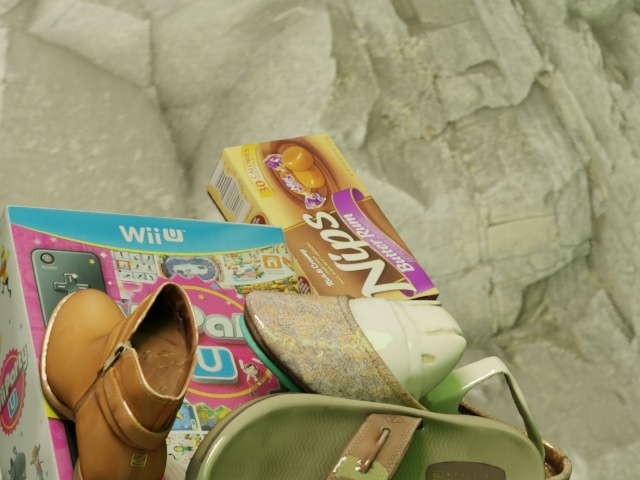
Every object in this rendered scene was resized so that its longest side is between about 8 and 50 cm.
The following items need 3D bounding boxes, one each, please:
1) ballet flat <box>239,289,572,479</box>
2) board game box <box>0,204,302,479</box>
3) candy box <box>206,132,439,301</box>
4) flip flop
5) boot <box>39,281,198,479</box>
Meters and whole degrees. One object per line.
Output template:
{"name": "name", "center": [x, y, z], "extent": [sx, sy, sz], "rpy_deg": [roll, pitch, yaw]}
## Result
{"name": "ballet flat", "center": [0.072, 0.104, 1.388], "extent": [0.316, 0.106, 0.107], "rpy_deg": [42, 15, -38]}
{"name": "board game box", "center": [-0.108, 0.123, 1.390], "extent": [0.224, 0.097, 0.303], "rpy_deg": [4, 46, -26]}
{"name": "candy box", "center": [0.000, 0.000, 1.604], "extent": [0.109, 0.053, 0.187], "rpy_deg": [-10, 52, -35]}
{"name": "flip flop", "center": [0.038, 0.159, 1.273], "extent": [0.277, 0.112, 0.080], "rpy_deg": [5, 2, -29]}
{"name": "boot", "center": [-0.120, 0.073, 1.247], "extent": [0.073, 0.152, 0.197], "rpy_deg": [5, 47, -22]}
